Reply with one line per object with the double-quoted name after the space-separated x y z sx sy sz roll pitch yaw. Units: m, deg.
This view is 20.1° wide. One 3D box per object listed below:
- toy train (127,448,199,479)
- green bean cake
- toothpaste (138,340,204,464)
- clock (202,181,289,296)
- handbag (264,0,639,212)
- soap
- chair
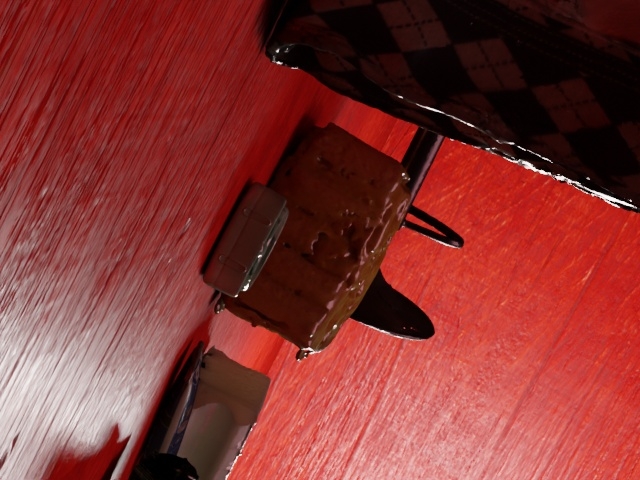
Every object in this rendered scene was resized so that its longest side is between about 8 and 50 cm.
-0.173 0.365 1.690 0.330 0.178 0.138 -64 177 4 "toy train"
0.000 0.000 1.844 0.224 0.131 0.230 -62 176 3 "green bean cake"
-0.152 0.187 1.833 0.057 0.035 0.197 -74 -175 -55 "toothpaste"
-0.063 0.000 1.620 0.101 0.041 0.135 -63 177 1 "clock"
0.191 -0.241 1.218 0.416 0.317 0.180 -62 -177 1 "handbag"
-0.148 0.261 1.973 0.261 0.094 0.150 -64 176 15 "soap"
0.121 -0.107 2.115 0.401 0.226 0.226 -64 177 14 "chair"
